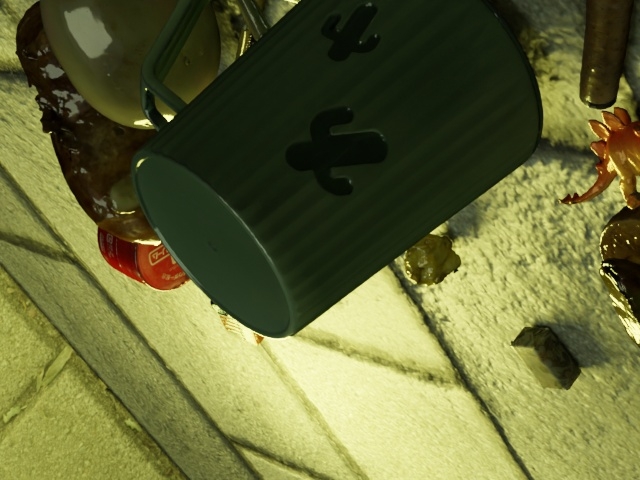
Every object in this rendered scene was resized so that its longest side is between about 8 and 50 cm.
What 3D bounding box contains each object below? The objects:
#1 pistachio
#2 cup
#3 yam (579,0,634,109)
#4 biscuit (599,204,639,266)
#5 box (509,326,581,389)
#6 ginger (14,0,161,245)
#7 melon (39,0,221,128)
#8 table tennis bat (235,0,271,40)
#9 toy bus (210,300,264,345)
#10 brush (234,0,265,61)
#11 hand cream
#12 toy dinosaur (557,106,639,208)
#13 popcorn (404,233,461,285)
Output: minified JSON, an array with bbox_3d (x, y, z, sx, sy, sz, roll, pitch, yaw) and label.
[{"bbox_3d":[0.376,0.074,1.577,0.089,0.049,0.173,55,180,42],"label":"pistachio"},{"bbox_3d":[-0.011,-0.127,1.533,0.401,0.392,0.310,30,150,39],"label":"cup"},{"bbox_3d":[0.279,-0.221,1.311,0.046,0.046,0.264,32,156,23],"label":"yam"},{"bbox_3d":[0.409,0.026,1.553,0.181,0.049,0.208,35,162,14],"label":"biscuit"},{"bbox_3d":[0.328,0.171,1.972,0.098,0.045,0.062,51,156,-19],"label":"box"},{"bbox_3d":[-0.339,-0.188,2.049,0.254,0.176,0.418,32,-144,-78],"label":"ginger"},{"bbox_3d":[-0.254,-0.289,1.831,0.223,0.223,0.317,25,153,35],"label":"melon"},{"bbox_3d":[-0.128,-0.362,1.677,0.246,0.022,0.138,61,158,-9],"label":"table tennis bat"},{"bbox_3d":[-0.164,0.057,2.516,0.092,0.093,0.409,23,154,22],"label":"toy bus"},{"bbox_3d":[-0.082,-0.289,1.793,0.036,0.043,0.248,32,157,5],"label":"brush"},{"bbox_3d":[-0.302,-0.012,2.482,0.125,0.193,0.193,26,154,40],"label":"hand cream"},{"bbox_3d":[0.338,-0.095,1.427,0.288,0.070,0.117,-7,118,57],"label":"toy dinosaur"},{"bbox_3d":[0.159,0.020,1.948,0.084,0.084,0.084,35,157,17],"label":"popcorn"}]
